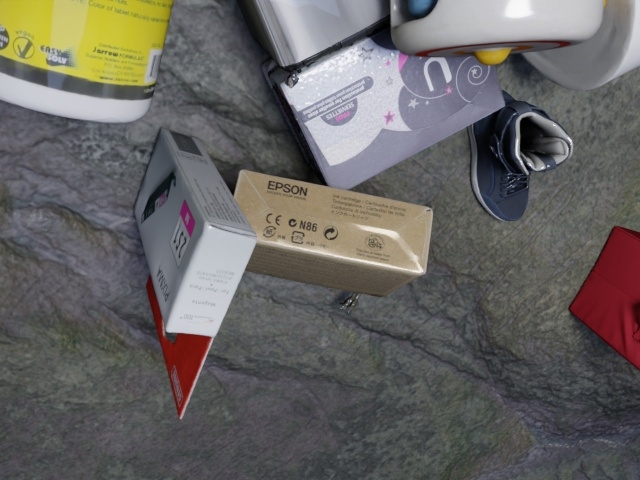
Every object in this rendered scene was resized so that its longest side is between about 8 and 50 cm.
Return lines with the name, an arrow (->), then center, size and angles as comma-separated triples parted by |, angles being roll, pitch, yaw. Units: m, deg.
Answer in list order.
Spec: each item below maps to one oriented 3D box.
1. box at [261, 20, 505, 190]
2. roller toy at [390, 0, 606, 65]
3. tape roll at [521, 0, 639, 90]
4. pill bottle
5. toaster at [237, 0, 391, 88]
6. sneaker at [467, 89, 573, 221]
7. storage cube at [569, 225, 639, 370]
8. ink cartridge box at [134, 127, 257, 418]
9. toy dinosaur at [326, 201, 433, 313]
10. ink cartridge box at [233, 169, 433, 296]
box -> 0.076, -0.197, 0.733 | 0.247, 0.142, 0.163 | -28, 120, -2
roller toy -> 0.162, -0.240, 0.545 | 0.191, 0.209, 0.146 | 4, 105, 26
tape roll -> 0.294, -0.320, 0.658 | 0.100, 0.286, 0.286 | -28, 119, -2
pill bottle -> -0.230, -0.301, 0.568 | 0.188, 0.188, 0.333 | 11, 111, -21
toaster -> -0.004, -0.277, 0.647 | 0.168, 0.185, 0.110 | -29, 126, -1
sneaker -> 0.284, -0.098, 0.831 | 0.086, 0.163, 0.226 | -26, 121, -5
storage cube -> 0.591, 0.107, 1.000 | 0.215, 0.193, 0.183 | 12, 111, -20
ink cartridge box -> -0.177, 0.026, 0.689 | 0.060, 0.275, 0.238 | 14, 112, -31
toy dinosaur -> 0.063, 0.034, 0.890 | 0.268, 0.064, 0.118 | -17, 112, -12
ink cartridge box -> 0.000, 0.000, 0.748 | 0.235, 0.193, 0.088 | 11, 76, -7
